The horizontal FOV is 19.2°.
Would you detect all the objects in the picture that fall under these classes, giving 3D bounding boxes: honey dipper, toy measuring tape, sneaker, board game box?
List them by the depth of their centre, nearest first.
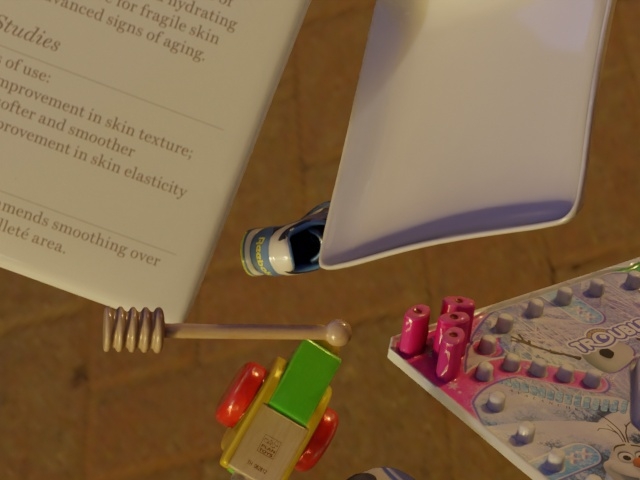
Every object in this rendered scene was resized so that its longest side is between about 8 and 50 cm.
[{"bbox_3d":[-0.059,0.059,1.214,0.161,0.030,0.030,2,42,-9],"label":"honey dipper"},{"bbox_3d":[0.321,0.122,1.555,0.390,0.050,0.390,-16,39,-35],"label":"board game box"},{"bbox_3d":[0.000,0.000,1.637,0.144,0.053,0.059,-23,13,-39],"label":"sneaker"},{"bbox_3d":[-0.072,0.223,1.814,0.121,0.121,0.330,13,64,38],"label":"toy measuring tape"}]

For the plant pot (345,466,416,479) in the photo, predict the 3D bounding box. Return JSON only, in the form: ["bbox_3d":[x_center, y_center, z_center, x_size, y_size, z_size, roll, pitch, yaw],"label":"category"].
[{"bbox_3d":[0.022,0.259,0.917,0.236,0.212,0.236,-27,28,-15],"label":"plant pot"}]

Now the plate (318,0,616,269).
[{"bbox_3d":[0.132,-0.111,1.546,0.278,0.045,0.277,-12,56,45],"label":"plate"}]

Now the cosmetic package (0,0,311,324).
[{"bbox_3d":[-0.209,-0.177,1.660,0.327,0.329,0.393,-128,59,-80],"label":"cosmetic package"}]
